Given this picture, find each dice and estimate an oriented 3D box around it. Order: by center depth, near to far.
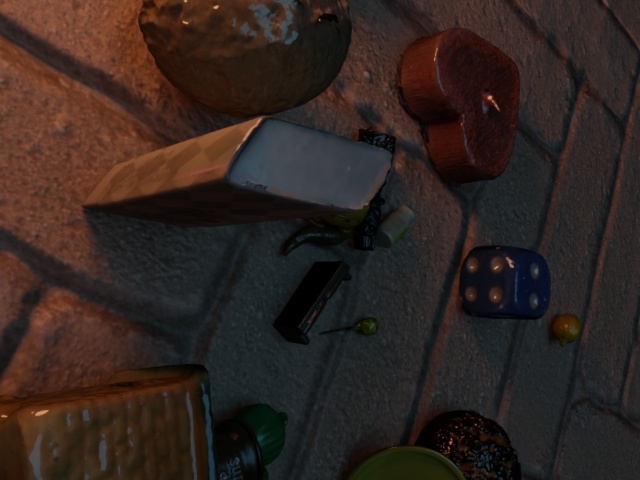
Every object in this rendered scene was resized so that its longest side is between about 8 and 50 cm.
[{"bbox_3d":[0.384,0.091,1.410,0.143,0.146,0.146,15,79,-39],"label":"dice"}]

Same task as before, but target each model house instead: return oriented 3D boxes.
[{"bbox_3d":[-0.240,0.355,0.820,0.343,0.335,0.382,0,84,-49],"label":"model house"}]

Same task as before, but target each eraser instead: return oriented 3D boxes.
[{"bbox_3d":[-0.125,-0.070,0.849,0.213,0.397,0.082,11,81,-37],"label":"eraser"}]

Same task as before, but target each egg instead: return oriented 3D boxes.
[{"bbox_3d":[-0.103,-0.301,0.968,0.310,0.279,0.279,10,82,-39],"label":"egg"}]

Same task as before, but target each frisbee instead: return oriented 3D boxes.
[{"bbox_3d":[0.151,0.473,1.208,0.236,0.017,0.235,0,97,-1],"label":"frisbee"}]

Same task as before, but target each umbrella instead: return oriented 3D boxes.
[{"bbox_3d":[0.091,-0.092,1.233,0.080,0.071,0.224,11,83,-25],"label":"umbrella"}]

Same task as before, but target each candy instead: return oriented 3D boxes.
[{"bbox_3d":[0.052,0.160,1.220,0.123,0.035,0.035,-3,87,-31],"label":"candy"}]

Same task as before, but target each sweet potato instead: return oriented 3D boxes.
[{"bbox_3d":[-0.002,-0.006,1.175,0.153,0.038,0.041,-12,91,-36],"label":"sweet potato"}]

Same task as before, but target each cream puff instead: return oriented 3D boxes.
[{"bbox_3d":[0.287,0.449,1.308,0.239,0.165,0.239,2,86,-36],"label":"cream puff"}]

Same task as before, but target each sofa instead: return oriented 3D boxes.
[{"bbox_3d":[-0.004,0.106,1.139,0.060,0.085,0.147,47,61,-24],"label":"sofa"}]

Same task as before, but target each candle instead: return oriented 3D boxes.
[{"bbox_3d":[0.316,-0.285,1.384,0.287,0.131,0.317,-37,112,-36],"label":"candle"}]

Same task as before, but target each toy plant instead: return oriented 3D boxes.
[{"bbox_3d":[-0.114,0.328,1.037,0.200,0.105,0.142,-13,107,-50],"label":"toy plant"}]

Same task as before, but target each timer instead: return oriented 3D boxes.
[{"bbox_3d":[0.035,-0.076,1.160,0.107,0.107,0.109,3,124,-39],"label":"timer"}]

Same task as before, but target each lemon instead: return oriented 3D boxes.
[{"bbox_3d":[0.588,0.213,1.621,0.065,0.065,0.092,49,58,-26],"label":"lemon"}]

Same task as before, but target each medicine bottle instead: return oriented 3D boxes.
[{"bbox_3d":[0.139,-0.026,1.281,0.083,0.047,0.047,-44,114,-31],"label":"medicine bottle"}]
